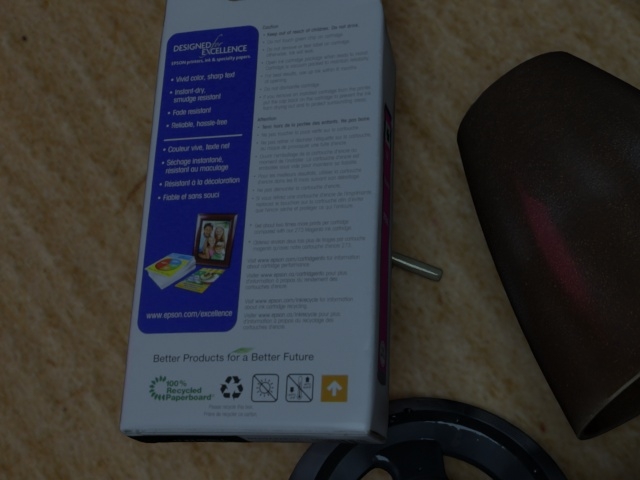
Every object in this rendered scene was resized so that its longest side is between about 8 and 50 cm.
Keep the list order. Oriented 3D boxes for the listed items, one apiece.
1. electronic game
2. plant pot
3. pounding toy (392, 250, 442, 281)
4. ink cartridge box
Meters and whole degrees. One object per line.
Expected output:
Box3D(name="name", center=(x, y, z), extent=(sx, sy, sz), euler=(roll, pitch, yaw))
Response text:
Box3D(name="electronic game", center=(0.081, 0.217, 0.722), extent=(0.229, 0.048, 0.229), euler=(1, 52, -1))
Box3D(name="plant pot", center=(0.203, -0.016, 0.705), extent=(0.215, 0.215, 0.230), euler=(-36, 67, 5))
Box3D(name="pounding toy", center=(0.000, 0.000, 0.789), extent=(0.141, 0.100, 0.130), euler=(-31, 66, 3))
Box3D(name="ink cartridge box", center=(-0.037, -0.041, 0.723), extent=(0.175, 0.069, 0.371), euler=(-3, 73, 16))
